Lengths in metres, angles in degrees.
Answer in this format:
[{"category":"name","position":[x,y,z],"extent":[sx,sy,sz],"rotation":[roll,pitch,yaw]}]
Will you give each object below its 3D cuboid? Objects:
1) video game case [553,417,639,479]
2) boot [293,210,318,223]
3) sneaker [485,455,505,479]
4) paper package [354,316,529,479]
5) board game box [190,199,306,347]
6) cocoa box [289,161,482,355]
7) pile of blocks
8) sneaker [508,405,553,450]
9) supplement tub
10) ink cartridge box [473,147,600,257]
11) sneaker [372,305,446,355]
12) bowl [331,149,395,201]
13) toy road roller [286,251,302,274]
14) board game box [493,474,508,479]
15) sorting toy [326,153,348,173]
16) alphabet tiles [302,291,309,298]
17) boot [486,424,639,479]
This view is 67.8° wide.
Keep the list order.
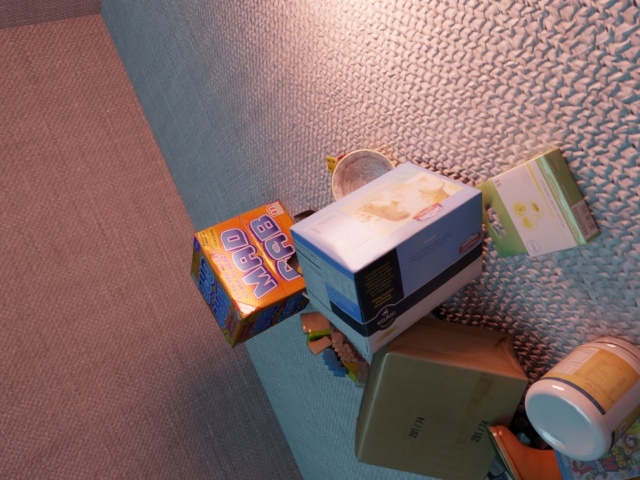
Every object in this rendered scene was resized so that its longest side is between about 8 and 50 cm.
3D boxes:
[{"category":"video game case","position":[0.520,0.385,0.883],"extent":[0.015,0.166,0.119],"rotation":[66,-171,-81]},{"category":"boot","position":[0.001,-0.001,1.581],"extent":[0.236,0.085,0.179],"rotation":[22,133,61]},{"category":"sneaker","position":[0.405,0.505,1.287],"extent":[0.100,0.107,0.272],"rotation":[77,172,-60]},{"category":"paper package","position":[0.256,0.355,1.071],"extent":[0.168,0.309,0.325],"rotation":[-72,-8,-67]},{"category":"board game box","position":[-0.252,0.132,1.838],"extent":[0.357,0.356,0.356],"rotation":[56,151,16]},{"category":"cocoa box","position":[0.150,0.022,1.027],"extent":[0.231,0.347,0.228],"rotation":[34,147,47]},{"category":"pile of blocks","position":[0.038,0.429,1.794],"extent":[0.362,0.148,0.113],"rotation":[49,148,28]},{"category":"sneaker","position":[0.519,0.524,1.073],"extent":[0.331,0.122,0.146],"rotation":[50,151,45]},{"category":"supplement tub","position":[0.477,0.271,0.838],"extent":[0.144,0.199,0.145],"rotation":[40,143,39]},{"category":"ink cartridge box","position":[0.380,-0.052,0.908],"extent":[0.171,0.056,0.235],"rotation":[64,151,1]},{"category":"sneaker","position":[0.260,0.274,1.211],"extent":[0.366,0.210,0.137],"rotation":[52,150,23]},{"category":"bowl","position":[0.119,-0.148,1.224],"extent":[0.170,0.170,0.080],"rotation":[67,-164,-5]},{"category":"toy road roller","position":[0.077,0.074,1.328],"extent":[0.240,0.203,0.329],"rotation":[42,173,-17]},{"category":"board game box","position":[0.469,0.694,1.352],"extent":[0.194,0.060,0.194],"rotation":[55,151,20]},{"category":"sorting toy","position":[0.101,-0.122,1.343],"extent":[0.132,0.046,0.275],"rotation":[-14,101,62]},{"category":"alphabet tiles","position":[0.093,0.209,1.405],"extent":[0.277,0.284,0.021],"rotation":[26,96,27]},{"category":"boot","position":[0.486,0.431,0.927],"extent":[0.284,0.220,0.109],"rotation":[52,-179,16]}]
